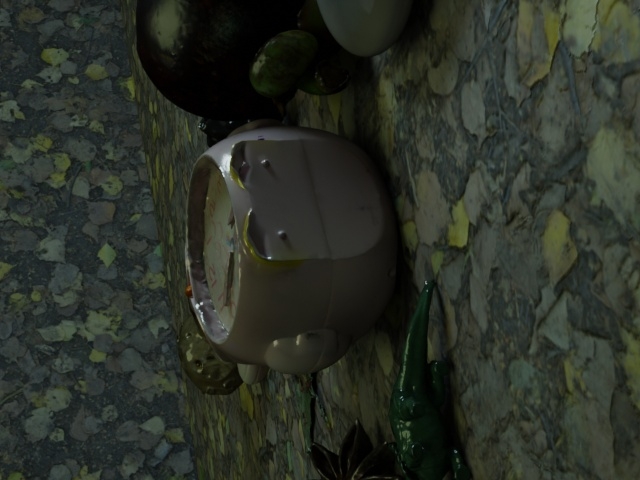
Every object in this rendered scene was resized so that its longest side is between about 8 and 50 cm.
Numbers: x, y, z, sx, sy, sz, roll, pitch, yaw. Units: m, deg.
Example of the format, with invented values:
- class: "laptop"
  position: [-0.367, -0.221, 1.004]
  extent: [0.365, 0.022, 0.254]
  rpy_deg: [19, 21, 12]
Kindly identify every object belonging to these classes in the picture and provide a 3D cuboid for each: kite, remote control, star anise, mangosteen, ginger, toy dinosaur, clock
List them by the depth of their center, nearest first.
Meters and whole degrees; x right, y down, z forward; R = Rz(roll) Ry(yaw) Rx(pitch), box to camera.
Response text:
- class: "remote control"
  position: [0.059, -0.372, 1.228]
  extent: [0.332, 0.103, 0.221]
  rpy_deg: [102, 150, -46]
- class: "toy dinosaur"
  position: [0.126, 0.202, 1.262]
  extent: [0.120, 0.079, 0.292]
  rpy_deg: [-146, 55, -67]
- class: "clock"
  position: [-0.051, 0.024, 1.490]
  extent: [0.376, 0.251, 0.368]
  rpy_deg: [126, 135, -57]
- class: "mangosteen"
  position: [-0.095, -0.302, 1.505]
  extent: [0.359, 0.306, 0.306]
  rpy_deg: [35, 147, 10]
- class: "star anise"
  position: [0.028, 0.372, 1.516]
  extent: [0.262, 0.081, 0.230]
  rpy_deg: [-15, 60, 40]
- class: "kite"
  position: [-0.026, 0.250, 1.897]
  extent: [0.268, 0.013, 0.323]
  rpy_deg: [-121, 27, -57]
- class: "ginger"
  position: [-0.216, 0.161, 2.233]
  extent: [0.256, 0.176, 0.375]
  rpy_deg: [-91, 7, -51]

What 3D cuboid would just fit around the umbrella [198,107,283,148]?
- class: "umbrella"
  position: [-0.183, -0.255, 1.795]
  extent: [0.154, 0.336, 0.128]
  rpy_deg: [-35, 21, 30]
